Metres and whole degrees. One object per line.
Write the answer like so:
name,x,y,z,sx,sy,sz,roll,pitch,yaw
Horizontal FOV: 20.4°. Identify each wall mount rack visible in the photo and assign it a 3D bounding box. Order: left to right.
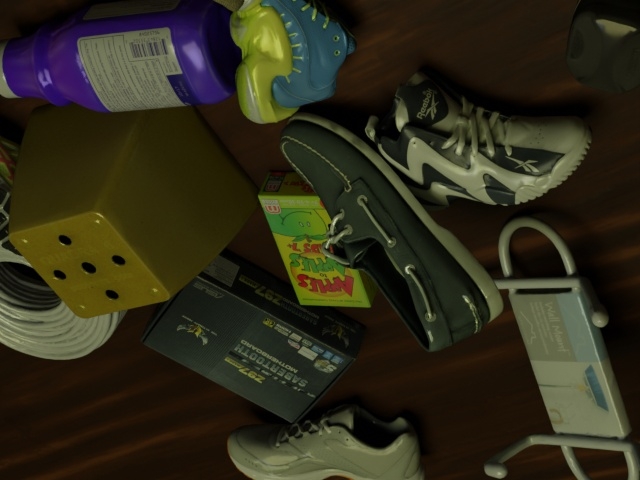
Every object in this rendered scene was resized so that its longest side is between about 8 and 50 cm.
wall mount rack,0.267,0.153,1.915,0.304,0.130,0.350,-3,110,55

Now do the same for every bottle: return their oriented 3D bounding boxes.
bottle,-0.222,-0.195,1.902,0.283,0.092,0.118,-3,128,27

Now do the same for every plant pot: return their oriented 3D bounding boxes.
plant pot,-0.228,-0.033,2.010,0.212,0.187,0.212,-13,129,34

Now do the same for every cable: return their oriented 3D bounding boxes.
cable,-0.361,0.038,2.220,0.257,0.089,0.257,27,139,-5

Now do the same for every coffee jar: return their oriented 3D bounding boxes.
coffee jar,0.273,-0.220,1.586,0.079,0.184,0.096,15,139,8

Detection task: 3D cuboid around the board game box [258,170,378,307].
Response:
board game box,0.000,0.000,2.055,0.092,0.043,0.181,1,135,22

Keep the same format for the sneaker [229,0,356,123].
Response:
sneaker,-0.032,-0.238,1.799,0.126,0.091,0.240,-11,124,-11

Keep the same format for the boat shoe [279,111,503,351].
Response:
boat shoe,0.053,-0.011,1.884,0.319,0.099,0.116,45,162,18

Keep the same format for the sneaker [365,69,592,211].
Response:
sneaker,0.149,-0.114,1.825,0.235,0.094,0.153,-5,142,42

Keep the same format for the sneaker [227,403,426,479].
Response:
sneaker,0.007,0.254,2.303,0.262,0.099,0.121,5,130,8

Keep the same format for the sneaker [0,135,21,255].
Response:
sneaker,-0.366,-0.072,2.079,0.208,0.094,0.081,52,136,-6

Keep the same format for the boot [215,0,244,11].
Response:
boot,-0.116,-0.352,1.634,0.262,0.095,0.203,36,111,-24

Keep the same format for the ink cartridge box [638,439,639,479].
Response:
ink cartridge box,0.429,0.250,2.020,0.114,0.197,0.273,17,139,7

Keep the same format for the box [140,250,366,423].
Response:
box,-0.086,0.119,2.210,0.233,0.059,0.183,30,140,-9
